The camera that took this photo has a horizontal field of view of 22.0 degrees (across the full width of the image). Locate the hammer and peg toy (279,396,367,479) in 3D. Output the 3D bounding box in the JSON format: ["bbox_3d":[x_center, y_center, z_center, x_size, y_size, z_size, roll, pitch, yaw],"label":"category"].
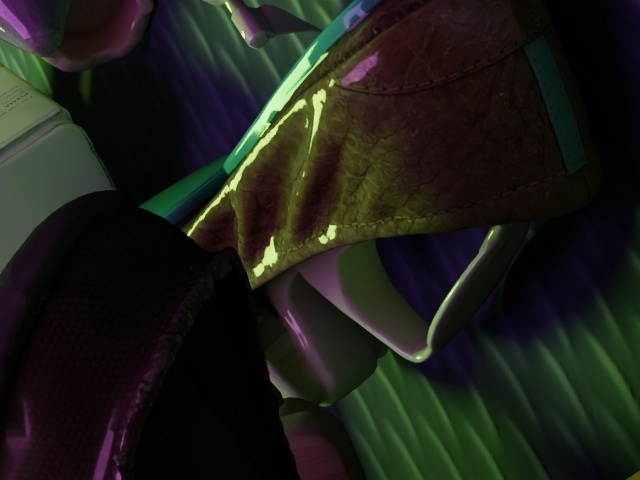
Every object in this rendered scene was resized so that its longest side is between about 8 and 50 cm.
[{"bbox_3d":[-0.118,0.228,0.690,0.127,0.361,0.266,-77,-33,-66],"label":"hammer and peg toy"}]

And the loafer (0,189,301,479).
[{"bbox_3d":[-0.011,0.146,0.498,0.130,0.134,0.366,2,124,20],"label":"loafer"}]

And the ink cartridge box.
[{"bbox_3d":[-0.182,-0.018,0.911,0.218,0.092,0.158,31,152,52],"label":"ink cartridge box"}]

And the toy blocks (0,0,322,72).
[{"bbox_3d":[-0.174,-0.171,0.686,0.260,0.289,0.309,58,144,35],"label":"toy blocks"}]

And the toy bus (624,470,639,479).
[{"bbox_3d":[0.145,0.145,0.450,0.104,0.191,0.202,-66,-19,-61],"label":"toy bus"}]

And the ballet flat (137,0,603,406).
[{"bbox_3d":[0.000,0.000,0.662,0.124,0.116,0.342,53,146,-2],"label":"ballet flat"}]
